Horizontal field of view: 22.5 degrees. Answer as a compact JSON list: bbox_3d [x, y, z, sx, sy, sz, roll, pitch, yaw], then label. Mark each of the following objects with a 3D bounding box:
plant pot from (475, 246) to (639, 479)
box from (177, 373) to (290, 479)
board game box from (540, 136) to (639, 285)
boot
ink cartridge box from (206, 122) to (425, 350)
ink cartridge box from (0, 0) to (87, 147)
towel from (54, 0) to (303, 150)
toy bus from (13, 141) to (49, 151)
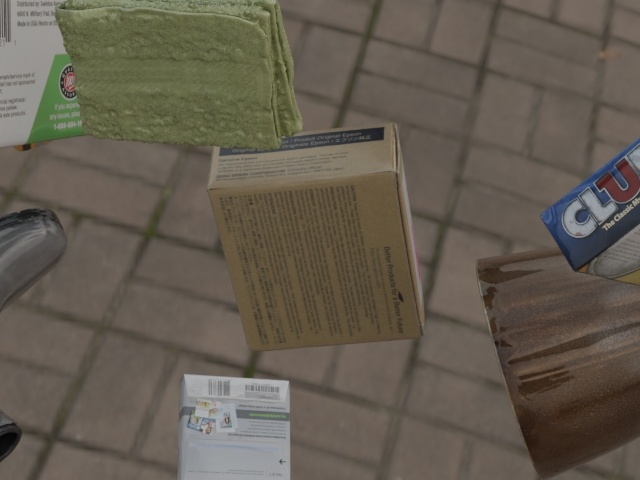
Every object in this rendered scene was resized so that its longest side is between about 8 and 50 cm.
[{"bbox_3d":[0.285,0.087,1.481,0.230,0.215,0.215,-17,44,9],"label":"plant pot"},{"bbox_3d":[-0.113,0.272,2.101,0.145,0.038,0.186,4,64,-13],"label":"box"},{"bbox_3d":[0.254,-0.033,0.954,0.243,0.165,0.042,12,44,-56],"label":"board game box"},{"bbox_3d":[-0.368,0.134,1.697,0.338,0.118,0.223,-38,58,-7],"label":"boot"},{"bbox_3d":[0.000,0.000,1.659,0.193,0.235,0.088,-5,41,7],"label":"ink cartridge box"},{"bbox_3d":[-0.252,-0.205,1.109,0.117,0.278,0.201,4,10,23],"label":"ink cartridge box"},{"bbox_3d":[-0.088,-0.107,1.010,0.148,0.110,0.027,2,37,12],"label":"towel"},{"bbox_3d":[-0.345,-0.270,1.743,0.130,0.108,0.333,-22,75,-19],"label":"toy bus"}]
